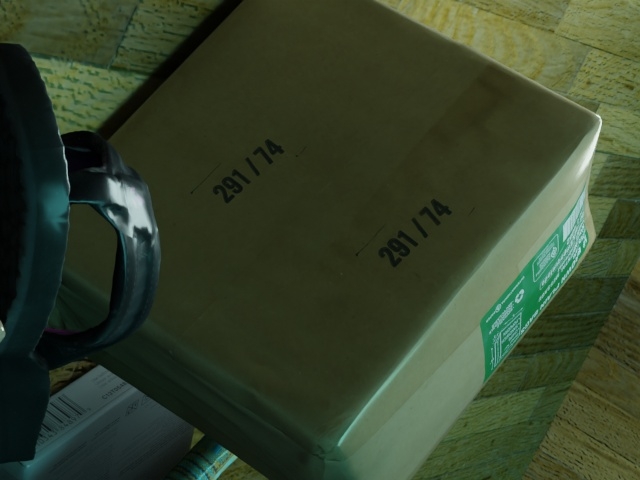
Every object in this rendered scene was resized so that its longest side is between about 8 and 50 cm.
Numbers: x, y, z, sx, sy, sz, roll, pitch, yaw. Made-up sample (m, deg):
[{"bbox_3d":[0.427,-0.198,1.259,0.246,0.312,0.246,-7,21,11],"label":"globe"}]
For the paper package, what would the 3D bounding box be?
[{"bbox_3d":[0.000,0.000,1.214,0.325,0.309,0.168,-49,156,-21],"label":"paper package"}]

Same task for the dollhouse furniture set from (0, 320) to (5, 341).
[{"bbox_3d":[-0.230,-0.108,0.690,0.198,0.286,0.303,-40,161,-34],"label":"dollhouse furniture set"}]

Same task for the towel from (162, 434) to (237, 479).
[{"bbox_3d":[-0.099,0.195,1.355,0.370,0.040,0.271,-47,177,-20],"label":"towel"}]

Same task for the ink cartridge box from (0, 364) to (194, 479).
[{"bbox_3d":[-0.190,0.194,1.396,0.223,0.045,0.224,-35,149,-41],"label":"ink cartridge box"}]

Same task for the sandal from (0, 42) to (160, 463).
[{"bbox_3d":[-0.164,0.012,0.991,0.107,0.167,0.446,-7,161,-16],"label":"sandal"}]
